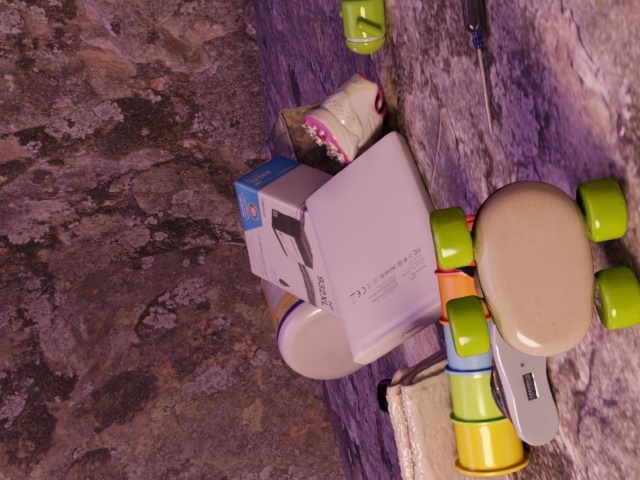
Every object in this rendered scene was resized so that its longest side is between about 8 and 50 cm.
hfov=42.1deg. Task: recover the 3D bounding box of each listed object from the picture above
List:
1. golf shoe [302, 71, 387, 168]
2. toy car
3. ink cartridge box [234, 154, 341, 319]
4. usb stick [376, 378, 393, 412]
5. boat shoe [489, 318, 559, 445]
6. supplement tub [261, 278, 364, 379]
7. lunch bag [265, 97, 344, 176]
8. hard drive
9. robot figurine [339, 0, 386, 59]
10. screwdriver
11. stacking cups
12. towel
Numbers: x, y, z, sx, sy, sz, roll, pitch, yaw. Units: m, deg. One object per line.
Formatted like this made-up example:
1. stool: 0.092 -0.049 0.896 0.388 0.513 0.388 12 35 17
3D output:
1. golf shoe: 0.072 -0.186 1.429 0.115 0.140 0.306 38 -179 15
2. toy car: 0.183 0.018 0.761 0.188 0.155 0.149 -48 -53 -84
3. ink cartridge box: 0.000 0.000 1.545 0.307 0.129 0.223 25 135 39
4. usb stick: 0.160 0.326 1.730 0.278 0.045 0.077 118 146 -79
5. boat shoe: 0.216 0.135 0.938 0.083 0.065 0.183 -139 37 -76
6. supplement tub: -0.005 0.124 1.894 0.331 0.241 0.241 -111 12 -51
7. lunch bag: 0.003 -0.128 1.753 0.235 0.169 0.287 143 107 -77
8. hard drive: 0.092 0.007 1.275 0.040 0.203 0.307 23 -141 -44
9. robot figurine: 0.068 -0.343 1.294 0.101 0.067 0.115 -126 24 -58
10. screwdriver: 0.178 -0.197 0.910 0.025 0.024 0.170 8 119 51
11. stacking cups: 0.187 0.127 1.041 0.096 0.096 0.316 -178 77 -82
12. towel: 0.172 0.285 1.104 0.049 0.187 0.282 -3 100 44
